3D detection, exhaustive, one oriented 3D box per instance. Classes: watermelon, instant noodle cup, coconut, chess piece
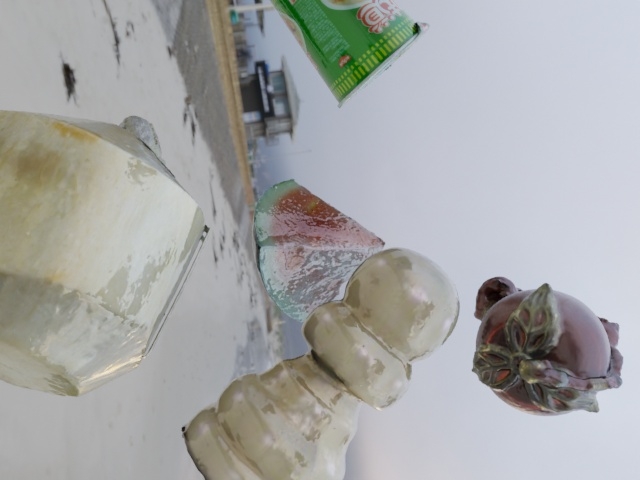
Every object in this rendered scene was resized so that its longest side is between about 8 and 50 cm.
[{"bbox_3d":[-0.020,0.006,0.935,0.136,0.203,0.207,129,-28,-50],"label":"watermelon"},{"bbox_3d":[0.037,-0.384,1.045,0.232,0.207,0.207,49,-3,-6],"label":"instant noodle cup"},{"bbox_3d":[-0.288,0.003,0.681,0.323,0.323,0.322,170,-90,-84],"label":"coconut"},{"bbox_3d":[0.016,0.118,0.537,0.143,0.261,0.143,43,1,-1],"label":"chess piece"}]

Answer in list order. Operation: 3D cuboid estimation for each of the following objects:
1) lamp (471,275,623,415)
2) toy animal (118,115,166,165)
[{"bbox_3d":[0.263,0.131,0.753,0.223,0.215,0.151,25,92,-58],"label":"lamp"},{"bbox_3d":[-0.343,-0.168,1.131,0.137,0.098,0.098,83,-5,-64],"label":"toy animal"}]
